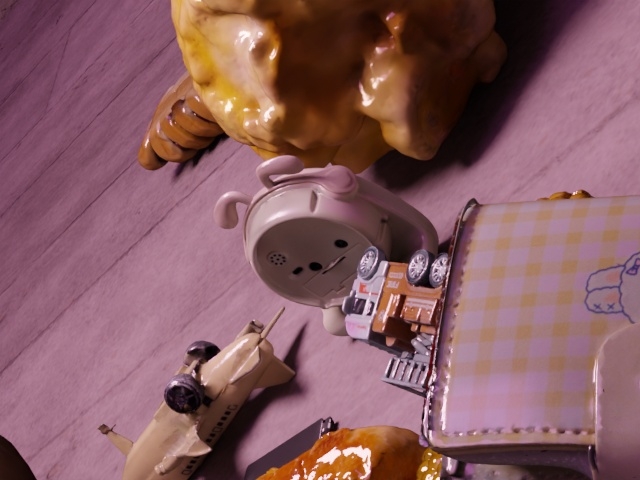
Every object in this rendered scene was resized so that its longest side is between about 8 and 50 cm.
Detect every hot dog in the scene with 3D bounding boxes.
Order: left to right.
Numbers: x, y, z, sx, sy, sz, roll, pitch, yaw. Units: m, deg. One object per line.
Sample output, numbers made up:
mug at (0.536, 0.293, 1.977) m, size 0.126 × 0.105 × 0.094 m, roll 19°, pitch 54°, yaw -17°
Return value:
hot dog at (-0.001, 0.258, 1.304) m, size 0.257 × 0.150 × 0.153 m, roll -55°, pitch 25°, yaw -16°

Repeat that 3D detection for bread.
bread at (-0.153, -0.180, 2.256) m, size 0.225 × 0.081 × 0.134 m, roll -38°, pitch 24°, yaw 42°

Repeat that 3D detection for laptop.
laptop at (-0.040, 0.255, 1.551) m, size 0.129 × 0.016 × 0.180 m, roll -37°, pitch 29°, yaw 39°

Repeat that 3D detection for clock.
clock at (0.000, 0.000, 1.575) m, size 0.151 × 0.191 × 0.062 m, roll -38°, pitch 29°, yaw 38°

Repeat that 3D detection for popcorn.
popcorn at (0.011, -0.264, 1.701) m, size 0.354 × 0.344 × 0.390 m, roll -28°, pitch 42°, yaw 39°

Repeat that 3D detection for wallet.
wallet at (0.223, 0.057, 1.053) m, size 0.309 × 0.077 × 0.223 m, roll -3°, pitch 51°, yaw 25°

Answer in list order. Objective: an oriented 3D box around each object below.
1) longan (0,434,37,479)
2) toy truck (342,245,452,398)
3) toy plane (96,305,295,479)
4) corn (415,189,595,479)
longan at (-0.467, 0.372, 1.851) m, size 0.336 × 0.404 × 0.405 m, roll 16°, pitch 70°, yaw 29°
toy truck at (0.086, 0.072, 1.463) m, size 0.177 × 0.080 × 0.115 m, roll 6°, pitch 75°, yaw 63°
toy plane at (-0.127, 0.174, 1.737) m, size 0.256 × 0.104 × 0.242 m, roll -38°, pitch 14°, yaw 24°
corn at (0.144, 0.145, 1.178) m, size 0.144 × 0.144 × 0.387 m, roll -22°, pitch 37°, yaw 54°
